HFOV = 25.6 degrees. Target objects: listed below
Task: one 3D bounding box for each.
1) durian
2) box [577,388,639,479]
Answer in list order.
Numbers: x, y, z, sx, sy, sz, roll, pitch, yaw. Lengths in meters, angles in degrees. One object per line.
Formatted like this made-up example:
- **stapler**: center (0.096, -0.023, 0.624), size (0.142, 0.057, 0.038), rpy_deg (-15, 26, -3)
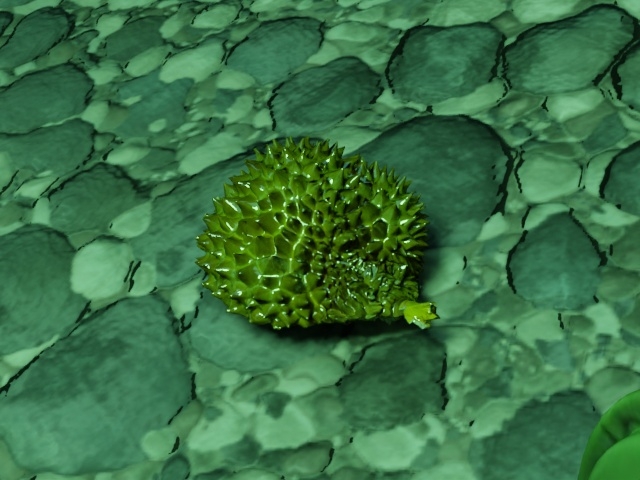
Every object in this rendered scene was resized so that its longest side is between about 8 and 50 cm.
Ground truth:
- **durian**: center (0.000, 0.000, 0.888), size (0.146, 0.102, 0.208), rpy_deg (-28, 41, -23)
- **box**: center (0.191, 0.199, 0.369), size (0.178, 0.329, 0.253), rpy_deg (-16, 34, -25)
